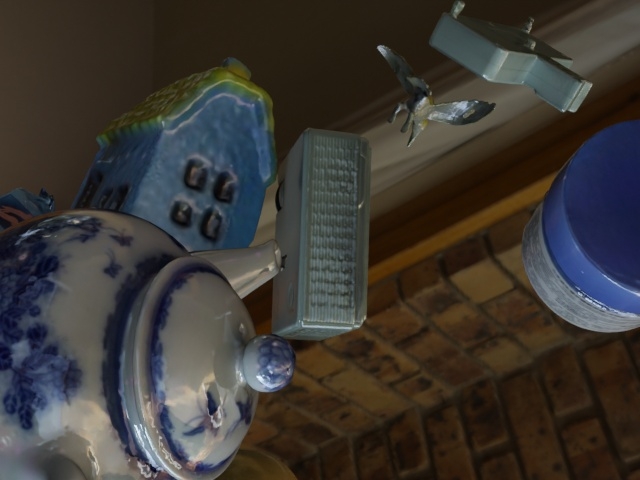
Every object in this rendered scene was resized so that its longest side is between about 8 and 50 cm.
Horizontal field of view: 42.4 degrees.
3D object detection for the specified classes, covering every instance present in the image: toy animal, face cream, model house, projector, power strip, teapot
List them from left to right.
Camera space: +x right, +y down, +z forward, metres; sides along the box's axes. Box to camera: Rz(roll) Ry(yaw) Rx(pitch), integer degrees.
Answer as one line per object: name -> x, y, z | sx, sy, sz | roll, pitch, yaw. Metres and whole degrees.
teapot -> -0.146, 0.099, 0.611 | 0.424, 0.279, 0.253 | -53, -49, -59
model house -> -0.191, -0.098, 1.141 | 0.215, 0.237, 0.303 | 30, -107, -31
projector -> 0.000, 0.000, 1.104 | 0.099, 0.192, 0.257 | 5, -102, -14
toy animal -> 0.141, -0.200, 1.268 | 0.219, 0.155, 0.095 | 41, -140, 20
power strip -> 0.230, -0.200, 0.915 | 0.145, 0.061, 0.215 | 41, -151, 23
face cream -> 0.421, -0.011, 1.145 | 0.225, 0.248, 0.249 | 102, 148, -72

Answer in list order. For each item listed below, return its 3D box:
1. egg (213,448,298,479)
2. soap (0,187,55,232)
egg -> -0.135, 0.423, 1.065 | 0.250, 0.250, 0.323 | 47, -130, -29
soap -> -0.414, 0.046, 0.913 | 0.077, 0.156, 0.293 | 43, -142, 10
